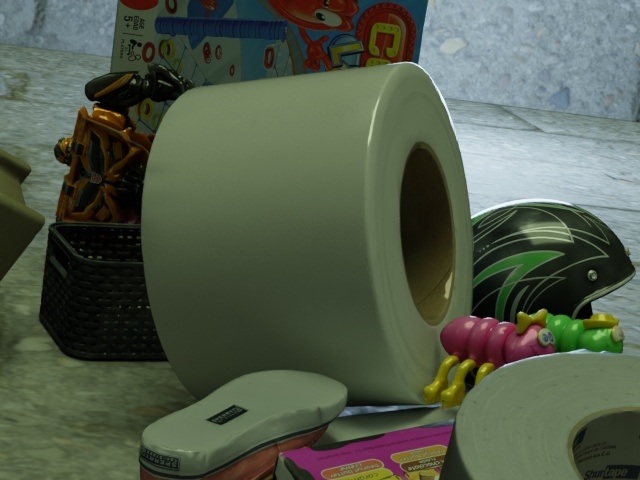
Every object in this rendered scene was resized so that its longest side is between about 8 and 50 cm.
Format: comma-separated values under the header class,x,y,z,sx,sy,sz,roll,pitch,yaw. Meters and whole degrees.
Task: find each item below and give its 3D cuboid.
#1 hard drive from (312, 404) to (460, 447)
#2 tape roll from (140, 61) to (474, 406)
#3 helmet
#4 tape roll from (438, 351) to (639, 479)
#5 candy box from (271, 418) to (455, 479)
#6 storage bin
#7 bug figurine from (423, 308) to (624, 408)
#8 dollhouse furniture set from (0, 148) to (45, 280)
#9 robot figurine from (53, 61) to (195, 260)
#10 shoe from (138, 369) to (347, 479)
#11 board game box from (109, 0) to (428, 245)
class,x,y,z,sx,sy,sz,roll,pitch,yaw
hard drive,0.190,0.165,0.997,0.353,0.047,0.233,-2,17,-36
tape roll,0.000,0.000,1.060,0.169,0.246,0.246,-4,8,23
helmet,0.178,0.043,1.244,0.169,0.162,0.169,8,13,-2
tape roll,0.160,0.136,0.662,0.219,0.072,0.219,9,25,-4
candy box,0.096,0.182,0.708,0.159,0.071,0.233,-5,29,-34
storage bin,-0.135,0.042,1.224,0.180,0.084,0.122,1,15,-25
bug figurine,0.201,0.084,1.011,0.216,0.072,0.279,6,4,36
dollhouse furniture set,-0.349,-0.041,1.087,0.259,0.135,0.262,31,22,-39
robot figurine,-0.117,-0.041,1.346,0.291,0.211,0.085,18,18,8
shoe,-0.048,0.137,0.883,0.063,0.081,0.178,17,19,30
board game box,-0.064,-0.125,1.481,0.301,0.308,0.086,7,14,-3
